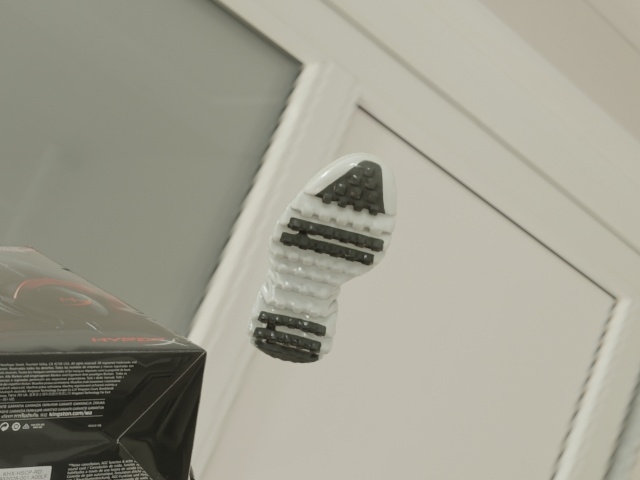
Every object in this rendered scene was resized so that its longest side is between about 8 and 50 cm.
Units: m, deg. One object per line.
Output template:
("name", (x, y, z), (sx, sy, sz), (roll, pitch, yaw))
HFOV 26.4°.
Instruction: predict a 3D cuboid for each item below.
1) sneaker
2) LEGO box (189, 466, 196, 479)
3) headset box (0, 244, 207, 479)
("sneaker", (0.000, 0.000, 1.365), (0.292, 0.110, 0.118), (119, 168, -48))
("LEGO box", (-0.328, 0.395, 1.227), (0.193, 0.500, 0.372), (109, 143, -47))
("headset box", (-0.240, 0.076, 0.844), (0.293, 0.218, 0.110), (23, 106, 53))
